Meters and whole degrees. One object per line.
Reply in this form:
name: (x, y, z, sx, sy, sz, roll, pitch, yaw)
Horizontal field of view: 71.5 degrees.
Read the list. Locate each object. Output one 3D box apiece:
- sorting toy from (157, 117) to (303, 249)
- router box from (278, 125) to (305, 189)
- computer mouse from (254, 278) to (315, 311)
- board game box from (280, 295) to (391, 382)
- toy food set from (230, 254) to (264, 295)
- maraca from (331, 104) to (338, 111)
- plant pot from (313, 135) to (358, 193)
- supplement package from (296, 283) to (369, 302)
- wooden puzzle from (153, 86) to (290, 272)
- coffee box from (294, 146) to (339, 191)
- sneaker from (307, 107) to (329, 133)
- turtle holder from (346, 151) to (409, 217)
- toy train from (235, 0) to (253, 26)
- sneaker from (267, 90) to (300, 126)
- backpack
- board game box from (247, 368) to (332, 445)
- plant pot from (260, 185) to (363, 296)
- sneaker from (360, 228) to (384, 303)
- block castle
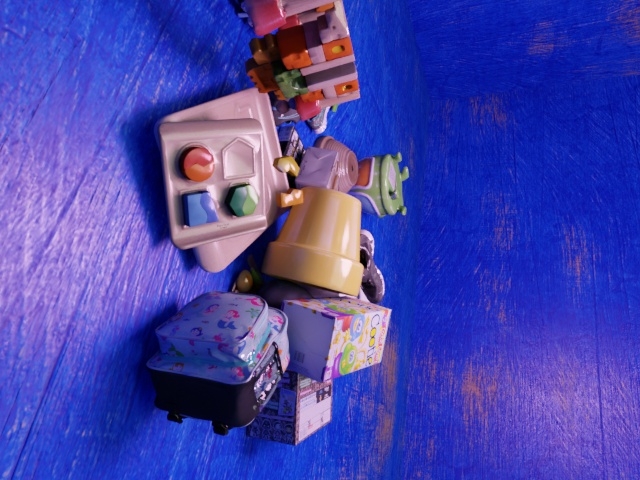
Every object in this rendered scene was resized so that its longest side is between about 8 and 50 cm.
sorting toy: (-0.155, -0.122, 0.877, 0.307, 0.041, 0.229, -16, 112, -38)
router box: (-0.092, -0.217, 1.271, 0.133, 0.046, 0.178, 61, 37, -50)
computer mouse: (-0.068, 0.142, 1.125, 0.072, 0.189, 0.272, -68, 156, -2)
board game box: (0.036, 0.217, 1.042, 0.275, 0.144, 0.142, 8, 94, -57)
toy food set: (-0.176, 0.136, 1.076, 0.192, 0.039, 0.132, -64, 145, -46)
maraca: (0.069, -0.549, 1.599, 0.185, 0.099, 0.127, 100, 14, -57)
plant pot: (0.062, -0.250, 1.554, 0.237, 0.110, 0.237, -1, 90, -66)
supplement package: (0.036, 0.100, 1.398, 0.293, 0.175, 0.177, 25, 65, -64)
wooden puzzle: (-0.203, -0.146, 0.984, 0.348, 0.081, 0.322, -46, 131, -52)
coffee box: (-0.004, -0.138, 1.329, 0.246, 0.098, 0.141, 85, 18, -55)
sneaker: (-0.010, -0.438, 1.453, 0.076, 0.065, 0.166, 28, 62, -60)
turtle holder: (0.232, -0.217, 1.801, 0.320, 0.228, 0.243, -3, 91, -68)
toy train: (-0.152, -0.612, 1.104, 0.105, 0.080, 0.184, 63, 34, -57)
sneaker: (-0.082, -0.393, 1.271, 0.267, 0.101, 0.106, -39, 142, -57)
backpack: (-0.177, 0.204, 0.846, 0.253, 0.225, 0.191, -38, 129, -66)
board game box: (-0.071, 0.354, 1.187, 0.232, 0.141, 0.291, 18, 73, -66)
plant pot: (0.000, 0.000, 1.132, 0.254, 0.254, 0.239, 29, 74, -64)
sneaker: (0.126, 0.092, 1.294, 0.106, 0.078, 0.234, -43, 124, -56)
block castle: (-0.063, -0.461, 0.915, 0.453, 0.213, 0.303, 38, 38, -79)
